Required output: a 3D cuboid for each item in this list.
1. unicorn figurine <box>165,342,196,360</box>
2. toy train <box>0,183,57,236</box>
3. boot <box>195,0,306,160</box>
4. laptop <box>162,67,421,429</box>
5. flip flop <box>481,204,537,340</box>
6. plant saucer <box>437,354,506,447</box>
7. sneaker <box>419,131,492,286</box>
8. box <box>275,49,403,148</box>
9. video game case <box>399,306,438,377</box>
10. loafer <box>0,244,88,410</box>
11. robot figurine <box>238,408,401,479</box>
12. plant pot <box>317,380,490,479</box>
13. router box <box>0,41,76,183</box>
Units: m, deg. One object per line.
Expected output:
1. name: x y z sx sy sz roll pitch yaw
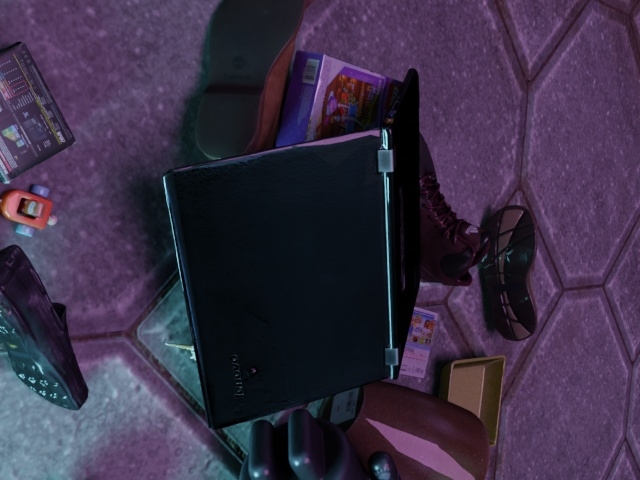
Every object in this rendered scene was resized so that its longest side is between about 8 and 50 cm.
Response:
1. unicorn figurine: -0.114 0.143 1.038 0.162 0.060 0.111 49 58 -34
2. toy train: -0.347 0.007 0.797 0.125 0.046 0.166 30 74 -43
3. boot: -0.086 -0.228 1.011 0.115 0.112 0.305 57 46 -70
4. laptop: 0.000 0.000 1.058 0.408 0.237 0.381 -64 154 -58
5. flip flop: 0.383 0.063 1.499 0.080 0.112 0.276 -42 125 -64
6. plant saucer: 0.282 0.315 1.465 0.188 0.045 0.188 3 93 -45
7. sneaker: 0.211 -0.049 1.260 0.106 0.163 0.281 -28 115 -39
8. box: 0.017 -0.107 1.094 0.201 0.057 0.293 4 102 -49
9. video game case: 0.171 0.183 1.360 0.087 0.011 0.121 19 82 -44
10. loafer: -0.302 0.102 0.821 0.078 0.076 0.223 -58 147 -39
11. robot figurine: -0.010 0.365 1.074 0.173 0.209 0.278 -49 130 -33
12. plant pot: 0.114 0.316 1.207 0.230 0.215 0.215 37 69 -26
13. router box: -0.330 -0.135 0.799 0.092 0.038 0.122 -40 122 -34
